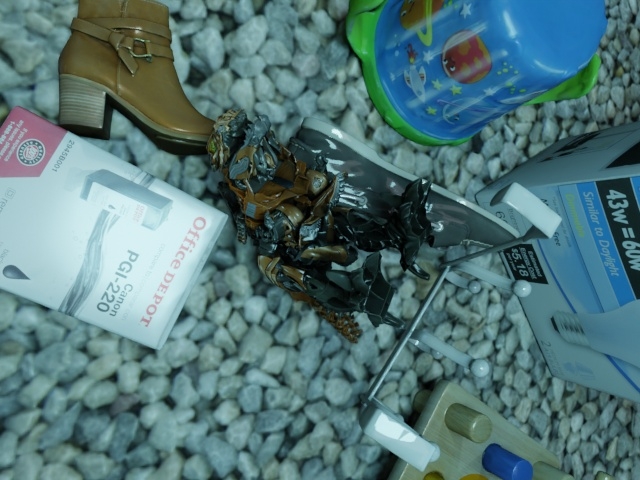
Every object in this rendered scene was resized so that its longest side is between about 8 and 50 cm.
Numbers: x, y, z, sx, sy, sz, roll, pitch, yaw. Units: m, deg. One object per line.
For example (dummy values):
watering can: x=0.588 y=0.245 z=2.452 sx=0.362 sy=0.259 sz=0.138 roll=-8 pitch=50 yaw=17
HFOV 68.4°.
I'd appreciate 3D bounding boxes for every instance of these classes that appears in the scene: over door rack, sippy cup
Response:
over door rack: x=0.144 y=0.114 z=0.510 sx=0.108 sy=0.324 sz=0.239 roll=31 pitch=79 yaw=12
sippy cup: x=0.204 y=-0.252 z=0.587 sx=0.306 sy=0.224 sz=0.239 roll=-27 pitch=101 yaw=-21

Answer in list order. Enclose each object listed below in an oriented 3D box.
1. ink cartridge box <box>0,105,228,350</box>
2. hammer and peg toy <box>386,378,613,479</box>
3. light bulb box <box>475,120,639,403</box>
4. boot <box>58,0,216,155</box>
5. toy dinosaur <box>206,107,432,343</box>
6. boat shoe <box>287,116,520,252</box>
ink cartridge box: x=-0.228 y=-0.005 z=0.476 sx=0.218 sy=0.092 sz=0.158 roll=29 pitch=80 yaw=-22
hammer and peg toy: x=0.238 y=0.381 z=0.655 sx=0.361 sy=0.127 sz=0.265 roll=37 pitch=75 yaw=-19
light bulb box: x=0.468 y=0.028 z=0.624 sx=0.225 sy=0.361 sz=0.357 roll=-32 pitch=101 yaw=-20
boot: x=-0.173 y=-0.179 z=0.512 sx=0.197 sy=0.073 sz=0.152 roll=8 pitch=83 yaw=-25
toy dinosaur: x=0.000 y=0.000 z=0.525 sx=0.322 sy=0.219 sz=0.164 roll=43 pitch=61 yaw=-51
boat shoe: x=0.103 y=-0.043 z=0.615 sx=0.335 sy=0.112 sz=0.095 roll=25 pitch=96 yaw=-16
